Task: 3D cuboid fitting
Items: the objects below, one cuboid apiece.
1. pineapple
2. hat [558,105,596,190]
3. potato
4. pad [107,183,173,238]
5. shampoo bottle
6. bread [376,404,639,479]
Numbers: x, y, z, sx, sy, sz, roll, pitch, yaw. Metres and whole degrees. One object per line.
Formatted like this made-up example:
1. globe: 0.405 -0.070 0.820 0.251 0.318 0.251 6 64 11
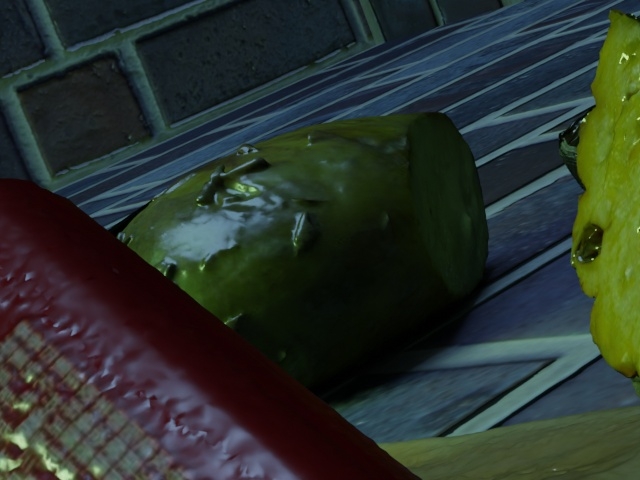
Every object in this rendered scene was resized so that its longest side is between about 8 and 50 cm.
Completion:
1. pineapple: 0.191 0.015 0.686 0.164 0.140 0.250 10 15 -29
2. hat: 0.195 -0.051 1.182 0.077 0.059 0.076 -33 29 -30
3. potato: 0.000 0.000 1.058 0.176 0.141 0.298 -1 20 39
4. pad: -0.178 0.076 1.067 0.245 0.006 0.170 -50 -2 21
5. shampoo bottle: -0.017 0.091 0.370 0.314 0.076 0.118 33 92 49
6. bread: 0.030 0.104 0.483 0.217 0.098 0.147 -14 1 44
